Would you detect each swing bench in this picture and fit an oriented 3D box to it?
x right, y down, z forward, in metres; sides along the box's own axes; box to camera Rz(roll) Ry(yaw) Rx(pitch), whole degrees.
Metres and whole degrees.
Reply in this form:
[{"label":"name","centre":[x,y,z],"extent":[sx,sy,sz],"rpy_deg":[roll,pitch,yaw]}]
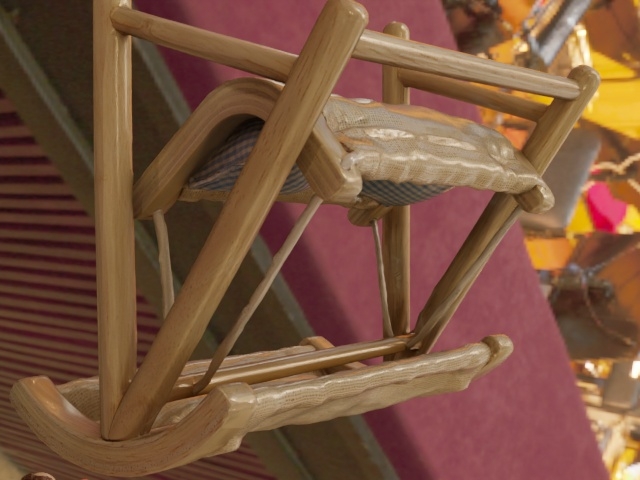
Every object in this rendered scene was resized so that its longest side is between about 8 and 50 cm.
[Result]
[{"label":"swing bench","centre":[0.000,0.000,0.514],"extent":[0.253,0.165,0.255],"rpy_deg":[-3,111,-51]}]

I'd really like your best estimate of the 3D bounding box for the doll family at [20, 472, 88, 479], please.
[{"label":"doll family","centre":[-0.185,0.277,0.825],"extent":[0.163,0.263,0.118],"rpy_deg":[24,68,-42]}]
